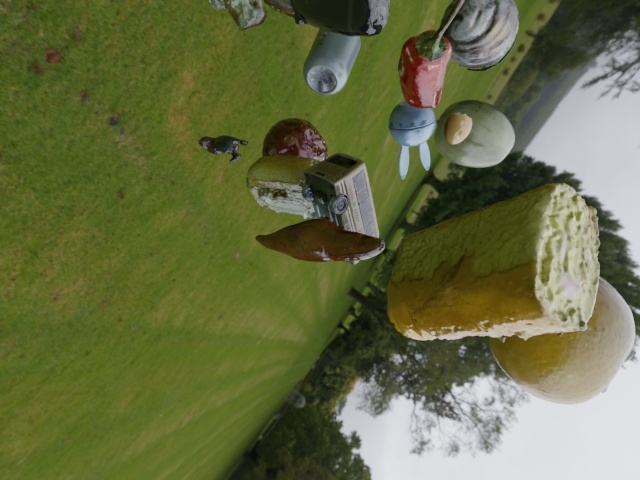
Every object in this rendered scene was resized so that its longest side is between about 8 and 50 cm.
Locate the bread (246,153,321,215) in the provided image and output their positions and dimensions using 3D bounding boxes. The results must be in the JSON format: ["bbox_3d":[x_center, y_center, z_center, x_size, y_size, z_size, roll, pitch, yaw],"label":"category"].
[{"bbox_3d":[-0.097,-0.157,1.233,0.257,0.124,0.186,5,151,-22],"label":"bread"}]

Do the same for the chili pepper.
[{"bbox_3d":[0.264,-0.462,1.074,0.338,0.131,0.134,35,68,-79],"label":"chili pepper"}]

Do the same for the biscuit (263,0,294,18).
[{"bbox_3d":[-0.059,-0.893,1.577,0.332,0.332,0.103,-35,155,-53],"label":"biscuit"}]

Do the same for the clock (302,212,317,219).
[{"bbox_3d":[0.009,-0.142,2.041,0.176,0.117,0.079,-35,139,-46],"label":"clock"}]

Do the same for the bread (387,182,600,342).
[{"bbox_3d":[0.288,0.066,0.755,0.375,0.165,0.236,-29,-142,59],"label":"bread"}]

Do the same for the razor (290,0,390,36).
[{"bbox_3d":[0.038,-0.650,1.082,0.114,0.349,0.204,-26,132,-31],"label":"razor"}]

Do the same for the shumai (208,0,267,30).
[{"bbox_3d":[-0.262,-0.864,1.394,0.222,0.204,0.271,-39,159,-21],"label":"shumai"}]

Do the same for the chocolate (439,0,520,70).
[{"bbox_3d":[0.570,-0.798,1.586,0.213,0.303,0.303,-25,149,-45],"label":"chocolate"}]

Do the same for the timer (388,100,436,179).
[{"bbox_3d":[0.312,-0.368,1.459,0.175,0.175,0.255,-46,153,-30],"label":"timer"}]

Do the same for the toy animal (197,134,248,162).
[{"bbox_3d":[-0.403,-0.400,1.727,0.116,0.180,0.218,-61,-172,10],"label":"toy animal"}]

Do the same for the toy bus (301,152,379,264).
[{"bbox_3d":[0.066,-0.083,1.143,0.157,0.139,0.289,-37,131,-23],"label":"toy bus"}]

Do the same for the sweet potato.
[{"bbox_3d":[-0.004,0.001,1.023,0.112,0.359,0.112,3,90,-65],"label":"sweet potato"}]

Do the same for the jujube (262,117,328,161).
[{"bbox_3d":[-0.106,-0.389,1.813,0.276,0.277,0.377,-57,179,10],"label":"jujube"}]

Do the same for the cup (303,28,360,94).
[{"bbox_3d":[0.048,-0.800,1.843,0.205,0.206,0.312,104,3,-57],"label":"cup"}]

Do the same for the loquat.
[{"bbox_3d":[0.539,0.205,1.007,0.328,0.360,0.328,-52,157,-32],"label":"loquat"}]

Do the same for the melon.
[{"bbox_3d":[0.588,-0.412,1.621,0.272,0.308,0.271,-163,-90,-79],"label":"melon"}]

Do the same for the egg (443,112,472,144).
[{"bbox_3d":[0.411,-0.337,1.259,0.080,0.080,0.096,-29,142,-60],"label":"egg"}]
